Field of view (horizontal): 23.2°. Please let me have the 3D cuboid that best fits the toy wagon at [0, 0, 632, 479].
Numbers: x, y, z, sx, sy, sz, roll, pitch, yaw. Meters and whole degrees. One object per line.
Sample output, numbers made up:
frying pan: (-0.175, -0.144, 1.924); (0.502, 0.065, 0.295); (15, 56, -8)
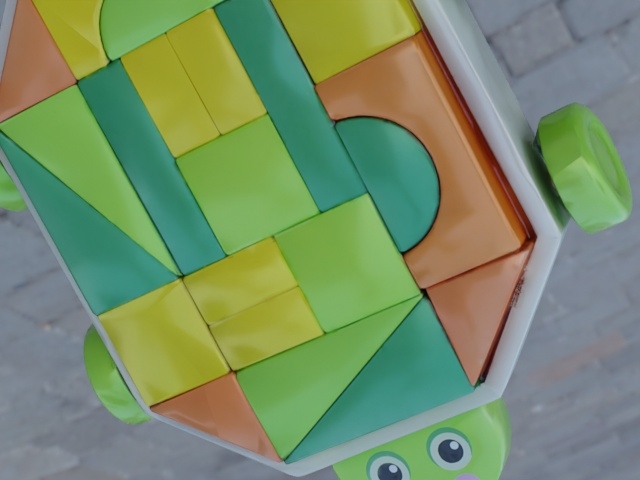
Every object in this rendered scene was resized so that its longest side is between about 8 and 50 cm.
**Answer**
toy wagon: (0.000, 0.000, 0.698); (0.267, 0.344, 0.068); (-24, -172, 24)
